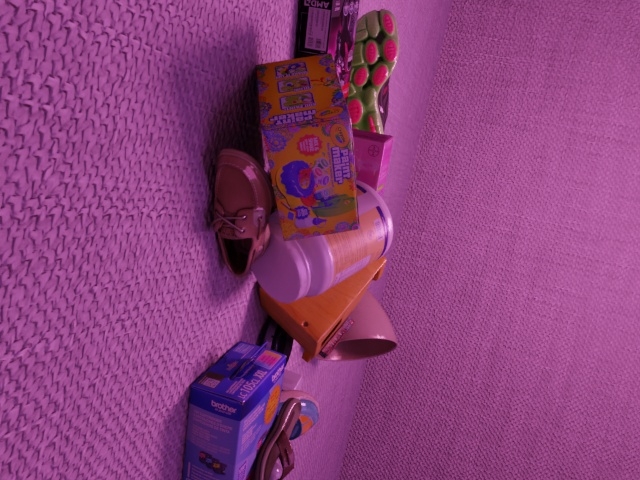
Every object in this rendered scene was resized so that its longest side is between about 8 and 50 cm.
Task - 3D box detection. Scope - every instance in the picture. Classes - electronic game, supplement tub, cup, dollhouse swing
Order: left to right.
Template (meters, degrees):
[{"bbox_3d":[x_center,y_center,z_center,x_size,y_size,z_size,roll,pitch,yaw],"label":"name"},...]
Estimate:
[{"bbox_3d":[-0.137,0.318,1.886,0.229,0.048,0.230,8,90,-71],"label":"electronic game"},{"bbox_3d":[-0.016,0.153,1.867,0.347,0.315,0.305,-48,-176,-27],"label":"dollhouse swing"},{"bbox_3d":[0.000,0.000,1.576,0.331,0.241,0.241,-28,135,-35],"label":"supplement tub"},{"bbox_3d":[0.119,0.316,2.375,0.331,0.330,0.237,67,14,-65],"label":"cup"}]

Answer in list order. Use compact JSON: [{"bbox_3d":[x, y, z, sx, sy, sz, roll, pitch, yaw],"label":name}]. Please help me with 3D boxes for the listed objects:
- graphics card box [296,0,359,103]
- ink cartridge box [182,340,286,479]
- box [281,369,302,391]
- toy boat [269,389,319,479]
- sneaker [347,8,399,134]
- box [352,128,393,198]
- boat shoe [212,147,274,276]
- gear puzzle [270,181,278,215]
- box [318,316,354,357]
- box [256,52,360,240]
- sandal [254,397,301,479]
[{"bbox_3d":[0.012,-0.471,1.623,0.233,0.094,0.371,-46,146,-59],"label":"graphics card box"},{"bbox_3d":[-0.216,0.442,1.556,0.270,0.151,0.396,-38,138,-65],"label":"ink cartridge box"},{"bbox_3d":[-0.121,0.485,1.991,0.087,0.101,0.102,-57,158,-48],"label":"box"},{"bbox_3d":[-0.128,0.603,1.880,0.267,0.148,0.318,0,125,-36],"label":"toy boat"},{"bbox_3d":[0.144,-0.505,1.973,0.202,0.185,0.483,-84,-179,-56],"label":"sneaker"},{"bbox_3d":[0.094,-0.219,1.899,0.117,0.213,0.243,-44,146,-62],"label":"box"},{"bbox_3d":[-0.171,-0.049,1.314,0.341,0.121,0.110,86,23,-51],"label":"boat shoe"},{"bbox_3d":[-0.099,-0.137,1.635,0.175,0.044,0.339,-49,148,-37],"label":"gear puzzle"},{"bbox_3d":[0.050,0.304,1.900,0.137,0.027,0.094,-49,175,-17],"label":"box"},{"bbox_3d":[-0.026,-0.206,1.338,0.279,0.176,0.290,-101,-178,-48],"label":"box"},{"bbox_3d":[-0.100,0.559,1.619,0.120,0.086,0.303,86,23,-50],"label":"sandal"}]
